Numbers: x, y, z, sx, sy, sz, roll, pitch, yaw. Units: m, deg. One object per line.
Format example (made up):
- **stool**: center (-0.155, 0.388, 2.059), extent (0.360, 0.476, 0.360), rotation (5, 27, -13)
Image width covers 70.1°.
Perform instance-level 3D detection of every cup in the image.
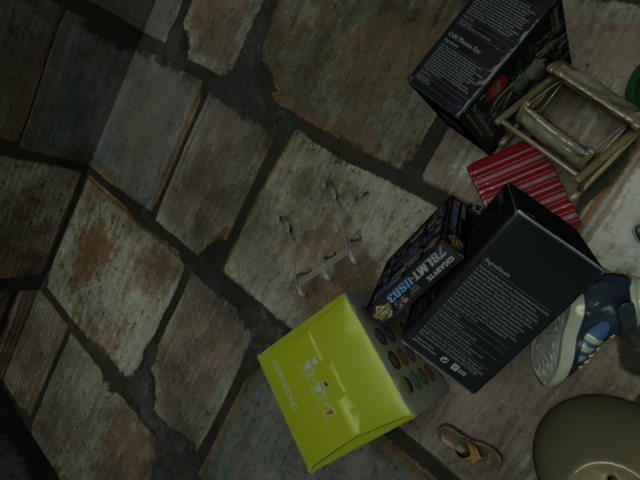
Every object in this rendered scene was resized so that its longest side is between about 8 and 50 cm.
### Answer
- **cup**: center (0.633, 0.531, 1.001), extent (0.330, 0.236, 0.332), rotation (-3, 83, 31)

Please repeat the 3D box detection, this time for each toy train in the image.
- **toy train**: center (0.482, -0.071, 1.267), extent (0.158, 0.027, 0.036), rotation (16, 96, 31)

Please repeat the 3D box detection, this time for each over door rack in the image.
- **over door rack**: center (0.000, 0.000, 1.512), extent (0.239, 0.108, 0.325), rotation (-34, 55, 23)

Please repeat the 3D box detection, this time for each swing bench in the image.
- **swing bench**: center (0.613, -0.282, 1.112), extent (0.255, 0.165, 0.253), rotation (-46, 64, 8)

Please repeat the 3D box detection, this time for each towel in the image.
- **towel**: center (0.533, -0.127, 1.218), extent (0.198, 0.031, 0.275), rotation (-24, 70, 17)

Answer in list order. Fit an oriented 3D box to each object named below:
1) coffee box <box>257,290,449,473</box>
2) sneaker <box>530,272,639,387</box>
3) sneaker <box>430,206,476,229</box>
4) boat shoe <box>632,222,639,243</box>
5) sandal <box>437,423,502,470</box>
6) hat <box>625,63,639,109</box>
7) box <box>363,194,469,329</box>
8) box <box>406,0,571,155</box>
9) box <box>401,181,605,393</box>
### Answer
- **coffee box**: center (0.095, 0.371, 1.276), extent (0.338, 0.334, 0.338), rotation (-38, 68, 22)
- **sneaker**: center (0.656, 0.219, 1.082), extent (0.236, 0.130, 0.323), rotation (-4, 122, -3)
- **sneaker**: center (0.410, -0.008, 1.289), extent (0.235, 0.084, 0.097), rotation (48, 132, 26)
- **boat shoe**: center (0.795, 0.014, 1.066), extent (0.049, 0.040, 0.142), rotation (-44, 66, 20)
- **sandal**: center (0.399, 0.568, 1.244), extent (0.180, 0.049, 0.072), rotation (24, 98, 30)
- **hat**: center (0.857, -0.390, 1.076), extent (0.173, 0.183, 0.209), rotation (35, 147, 39)
- **box**: center (0.253, 0.050, 1.179), extent (0.073, 0.293, 0.296), rotation (38, 122, -2)
- **box**: center (0.433, -0.424, 1.145), extent (0.179, 0.343, 0.313), rotation (47, 109, 27)
- **box**: center (0.405, 0.101, 1.080), extent (0.211, 0.293, 0.396), rotation (36, 116, 5)
